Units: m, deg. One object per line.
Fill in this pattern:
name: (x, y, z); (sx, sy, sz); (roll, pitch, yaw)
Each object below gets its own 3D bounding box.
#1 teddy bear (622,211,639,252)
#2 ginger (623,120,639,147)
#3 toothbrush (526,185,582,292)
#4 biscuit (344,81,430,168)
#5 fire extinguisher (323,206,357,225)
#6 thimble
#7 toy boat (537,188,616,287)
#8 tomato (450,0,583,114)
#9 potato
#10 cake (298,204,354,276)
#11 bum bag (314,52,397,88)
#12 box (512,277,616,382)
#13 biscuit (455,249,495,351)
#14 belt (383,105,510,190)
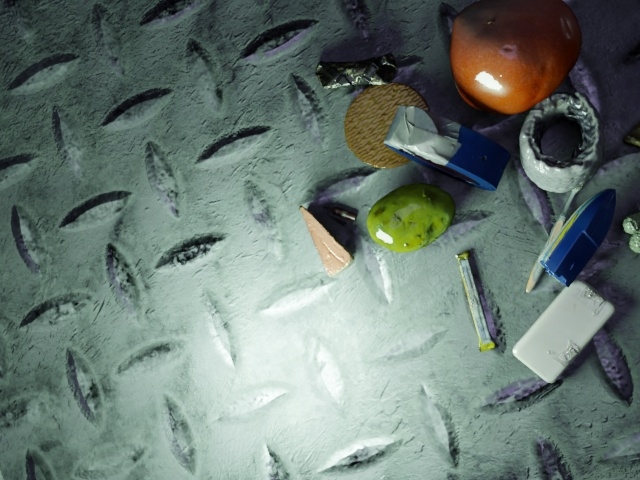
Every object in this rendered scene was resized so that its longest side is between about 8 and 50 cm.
teddy bear: (0.930, -0.046, 1.573); (0.213, 0.111, 0.133); (-11, 131, 26)
ginger: (1.010, -0.268, 1.500); (0.359, 0.211, 0.413); (-17, 77, 11)
toothbrush: (0.663, -0.023, 1.653); (0.028, 0.037, 0.375); (25, 95, 12)
biscuit: (0.198, -0.339, 1.734); (0.262, 0.037, 0.261); (0, 89, 9)
fire extinguisher: (0.057, -0.073, 1.757); (0.100, 0.032, 0.046); (20, 125, 9)
thimble: (0.650, -0.265, 1.580); (0.217, 0.157, 0.245); (7, 80, 20)
toy boat: (0.718, -0.022, 1.611); (0.129, 0.088, 0.295); (36, 90, -32)
tomato: (0.500, -0.505, 1.541); (0.341, 0.273, 0.341); (-24, 47, 28)
potato: (0.256, -0.065, 1.664); (0.253, 0.148, 0.186); (-11, 102, 0)
cake: (0.019, -0.009, 1.715); (0.090, 0.109, 0.225); (-26, 85, 8)
bum bag: (0.103, -0.497, 1.738); (0.248, 0.069, 0.102); (-3, 80, 16)
box: (0.678, 0.250, 1.635); (0.142, 0.044, 0.285); (40, 95, 10)
biscuit: (0.444, 0.173, 1.683); (0.048, 0.026, 0.291); (-14, 86, 4)
belt: (0.348, -0.246, 1.604); (0.347, 0.212, 0.117); (23, 93, -13)
